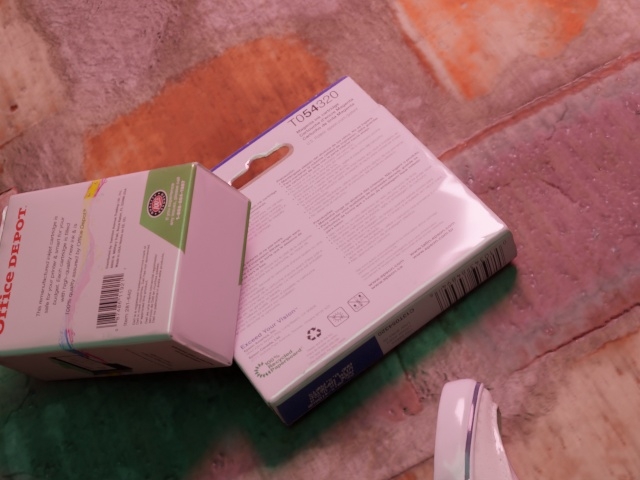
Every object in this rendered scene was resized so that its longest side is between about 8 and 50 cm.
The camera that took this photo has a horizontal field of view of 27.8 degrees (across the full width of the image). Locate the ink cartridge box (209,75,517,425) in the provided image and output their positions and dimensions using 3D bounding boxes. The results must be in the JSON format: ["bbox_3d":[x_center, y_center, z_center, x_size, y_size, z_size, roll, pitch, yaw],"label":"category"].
[{"bbox_3d":[0.000,0.000,1.491,0.324,0.071,0.330,-36,50,-6],"label":"ink cartridge box"}]

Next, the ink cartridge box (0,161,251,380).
[{"bbox_3d":[-0.231,0.042,1.452,0.278,0.117,0.201,-8,65,31],"label":"ink cartridge box"}]

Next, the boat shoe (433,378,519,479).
[{"bbox_3d":[0.194,0.294,1.184,0.157,0.136,0.367,-9,58,13],"label":"boat shoe"}]
